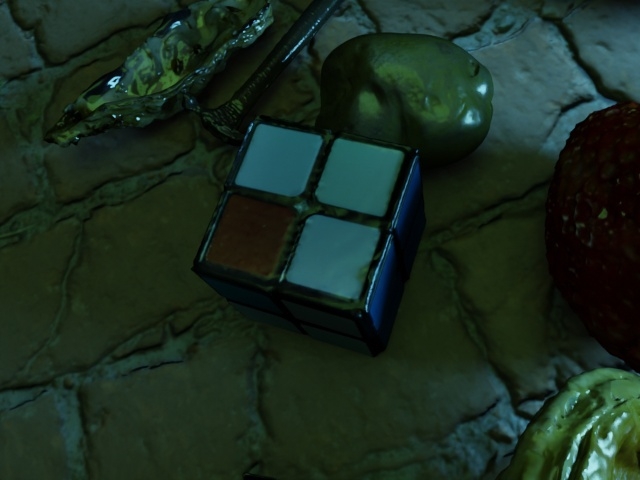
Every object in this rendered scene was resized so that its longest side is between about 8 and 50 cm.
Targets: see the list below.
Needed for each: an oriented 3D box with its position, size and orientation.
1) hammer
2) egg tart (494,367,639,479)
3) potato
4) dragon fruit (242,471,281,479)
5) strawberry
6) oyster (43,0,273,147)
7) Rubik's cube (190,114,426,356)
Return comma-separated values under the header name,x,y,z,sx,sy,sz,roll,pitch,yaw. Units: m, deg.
name,x,y,z,sx,sy,sz,roll,pitch,yaw
hammer,-0.043,-0.242,0.881,0.125,0.027,0.297,36,74,-3
egg tart,0.223,0.277,0.538,0.150,0.351,0.352,-22,58,48
potato,0.093,-0.155,0.782,0.200,0.137,0.155,0,100,11
dragon fruit,0.014,0.296,0.569,0.193,0.274,0.192,-61,31,12
strawberry,0.323,-0.017,0.645,0.239,0.250,0.288,-57,41,23
oyster,-0.203,-0.220,0.895,0.345,0.079,0.128,-39,60,-10
Rubik's cube,0.000,0.000,0.720,0.180,0.167,0.184,17,72,17
